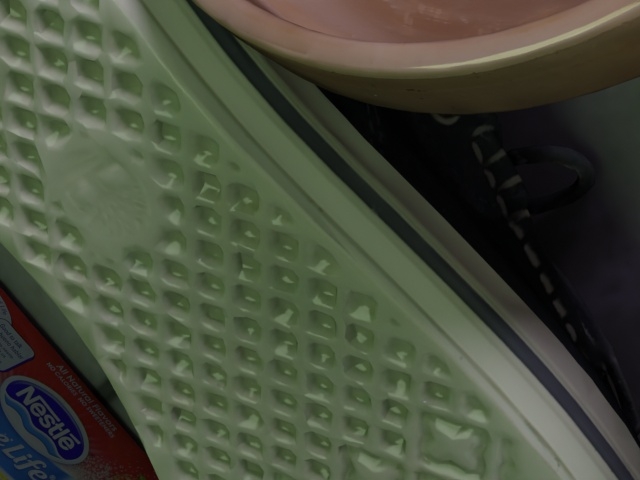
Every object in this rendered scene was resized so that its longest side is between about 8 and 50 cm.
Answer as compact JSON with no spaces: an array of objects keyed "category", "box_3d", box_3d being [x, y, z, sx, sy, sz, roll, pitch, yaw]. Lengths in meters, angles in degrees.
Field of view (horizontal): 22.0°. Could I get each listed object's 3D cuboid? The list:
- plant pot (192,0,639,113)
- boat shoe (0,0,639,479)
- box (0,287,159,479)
[{"category":"plant pot","box_3d":[0.070,-0.133,0.443,0.237,0.110,0.237,-12,65,27]},{"category":"boat shoe","box_3d":[0.000,0.000,0.578,0.187,0.156,0.500,-26,106,40]},{"category":"box","box_3d":[-0.186,0.120,0.811,0.257,0.128,0.122,46,133,16]}]
